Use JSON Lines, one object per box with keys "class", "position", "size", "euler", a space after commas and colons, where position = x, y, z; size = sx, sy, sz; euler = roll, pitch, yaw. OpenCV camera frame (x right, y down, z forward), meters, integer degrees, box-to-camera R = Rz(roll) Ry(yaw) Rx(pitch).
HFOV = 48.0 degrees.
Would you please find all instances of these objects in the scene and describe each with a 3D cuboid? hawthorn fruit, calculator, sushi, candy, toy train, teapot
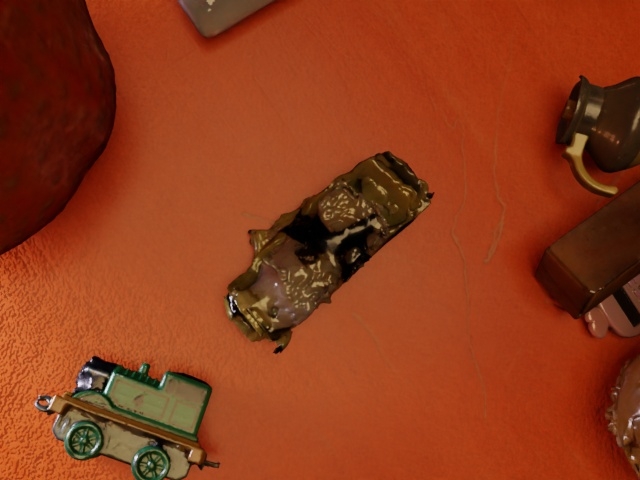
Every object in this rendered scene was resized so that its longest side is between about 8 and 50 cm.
{"class": "hawthorn fruit", "position": [-0.411, -0.164, 0.711], "size": [0.403, 0.403, 0.402], "euler": [1, 86, -8]}
{"class": "calculator", "position": [0.428, 0.074, 0.989], "size": [0.166, 0.024, 0.103], "euler": [-33, 91, -11]}
{"class": "sushi", "position": [-0.001, 0.000, 0.884], "size": [0.291, 0.131, 0.139], "euler": [-43, 94, -1]}
{"class": "candy", "position": [-0.112, -0.356, 0.920], "size": [0.174, 0.071, 0.138], "euler": [-33, 90, -9]}
{"class": "toy train", "position": [-0.219, 0.209, 0.858], "size": [0.228, 0.091, 0.136], "euler": [23, 72, -4]}
{"class": "teapot", "position": [0.375, -0.141, 0.946], "size": [0.119, 0.130, 0.165], "euler": [18, 77, 8]}

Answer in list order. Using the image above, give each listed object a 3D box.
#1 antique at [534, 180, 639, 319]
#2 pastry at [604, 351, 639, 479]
{"class": "antique", "position": [0.435, -0.025, 0.949], "size": [0.310, 0.093, 0.087], "euler": [-34, 65, -10]}
{"class": "pastry", "position": [0.520, 0.203, 0.922], "size": [0.311, 0.162, 0.255], "euler": [-36, 102, 1]}
